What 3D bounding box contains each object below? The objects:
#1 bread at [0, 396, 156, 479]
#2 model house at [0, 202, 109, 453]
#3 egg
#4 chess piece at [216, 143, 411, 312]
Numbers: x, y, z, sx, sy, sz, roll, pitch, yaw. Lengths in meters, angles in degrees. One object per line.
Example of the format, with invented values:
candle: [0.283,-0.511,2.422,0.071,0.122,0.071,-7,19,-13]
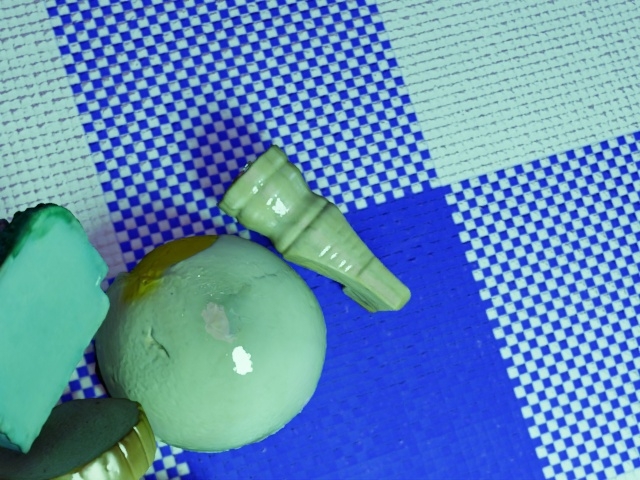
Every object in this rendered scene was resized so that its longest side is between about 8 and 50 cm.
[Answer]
bread: [-0.322,0.282,1.649,0.236,0.236,0.070,-25,108,-17]
model house: [-0.449,0.086,1.619,0.249,0.230,0.280,12,61,27]
egg: [-0.140,0.131,1.747,0.337,0.201,0.337,2,78,-10]
chess piece: [0.000,0.000,1.842,0.301,0.137,0.137,41,71,1]
